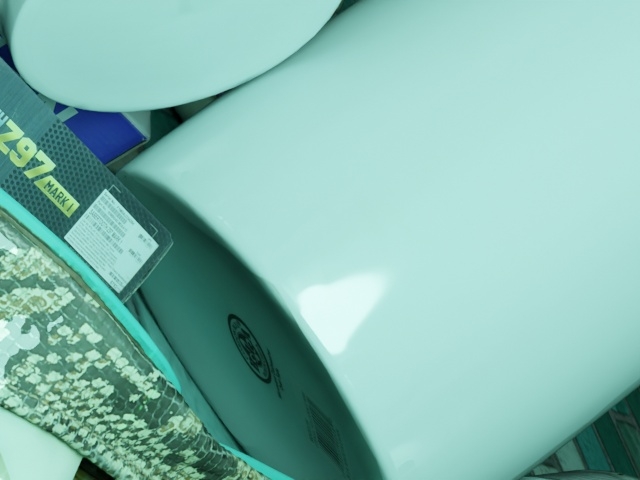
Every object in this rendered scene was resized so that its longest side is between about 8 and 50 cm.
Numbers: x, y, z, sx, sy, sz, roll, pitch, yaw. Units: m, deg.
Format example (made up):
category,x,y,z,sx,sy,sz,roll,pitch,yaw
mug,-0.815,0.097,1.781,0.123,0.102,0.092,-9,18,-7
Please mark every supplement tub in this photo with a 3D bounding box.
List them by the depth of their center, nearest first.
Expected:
category,x,y,z,sx,sy,sz,roll,pitch,yaw
supplement tub,-0.126,-0.264,1.051,0.235,0.235,0.325,26,39,-58

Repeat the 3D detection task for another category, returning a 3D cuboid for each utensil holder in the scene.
category,x,y,z,sx,sy,sz,roll,pitch,yaw
utensil holder,0.102,-0.024,1.159,0.327,0.385,0.327,48,-20,23

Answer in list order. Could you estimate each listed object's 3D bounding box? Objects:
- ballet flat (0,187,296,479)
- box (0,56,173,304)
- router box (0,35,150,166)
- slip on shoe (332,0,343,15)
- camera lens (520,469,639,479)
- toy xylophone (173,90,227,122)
category,x,y,z,sx,sy,sz,roll,pitch,yaw
ballet flat,-0.118,0.139,0.905,0.483,0.164,0.182,47,50,-39
box,-0.206,-0.066,0.940,0.232,0.059,0.183,49,-20,-30
router box,-0.248,-0.241,1.197,0.335,0.082,0.301,46,24,-36
slip on shoe,-0.061,-0.312,1.755,0.123,0.101,0.331,55,2,27
camera lens,0.185,0.283,1.322,0.274,0.219,0.219,12,51,-65
toy xylophone,-0.102,-0.210,1.520,0.236,0.081,0.322,54,20,-16
